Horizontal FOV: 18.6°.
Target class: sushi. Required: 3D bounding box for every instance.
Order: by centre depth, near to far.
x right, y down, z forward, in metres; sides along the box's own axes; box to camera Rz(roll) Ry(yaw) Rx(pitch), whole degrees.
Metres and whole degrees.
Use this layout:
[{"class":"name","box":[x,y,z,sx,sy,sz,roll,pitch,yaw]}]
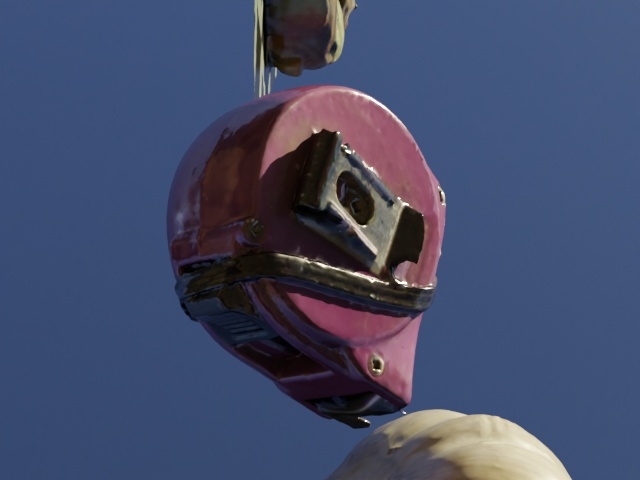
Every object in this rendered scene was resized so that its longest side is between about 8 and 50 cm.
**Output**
[{"class":"sushi","box":[-0.004,-0.223,1.165,0.059,0.294,0.292,1,-78,2]}]

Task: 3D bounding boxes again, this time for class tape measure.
[{"class":"tape measure","box":[0.000,0.000,0.796,0.074,0.125,0.118,-12,-126,44]}]

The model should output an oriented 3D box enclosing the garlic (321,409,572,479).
[{"class":"garlic","box":[0.061,0.206,0.913,0.212,0.218,0.218,48,-112,-13]}]
